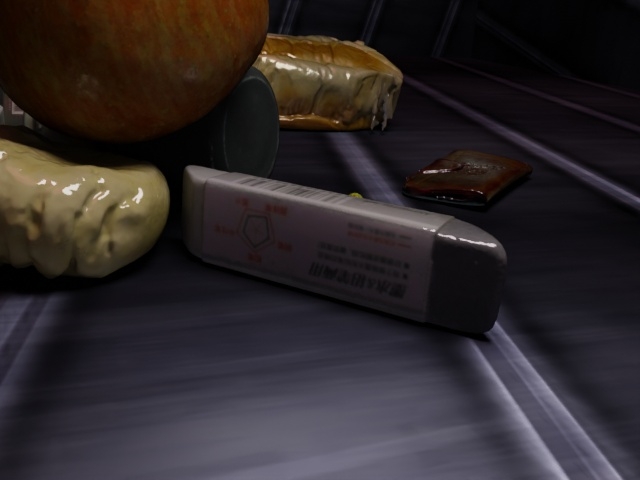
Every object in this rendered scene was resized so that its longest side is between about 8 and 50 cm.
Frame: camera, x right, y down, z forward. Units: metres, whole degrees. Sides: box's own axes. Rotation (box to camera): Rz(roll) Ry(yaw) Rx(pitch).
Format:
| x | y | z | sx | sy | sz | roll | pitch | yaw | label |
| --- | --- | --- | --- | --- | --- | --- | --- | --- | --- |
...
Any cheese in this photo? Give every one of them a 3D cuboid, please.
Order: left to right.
| x | y | z | sx | sy | sz | roll | pitch | yaw | label |
| --- | --- | --- | --- | --- | --- | --- | --- | --- | --- |
| -0.256 | -0.042 | 0.703 | 0.214 | 0.117 | 0.226 | 15 | 17 | 12 | cheese |

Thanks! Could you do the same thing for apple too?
| x | y | z | sx | sy | sz | roll | pitch | yaw | label |
| --- | --- | --- | --- | --- | --- | --- | --- | --- | --- |
| -0.207 | -0.254 | 0.755 | 0.278 | 0.250 | 0.309 | -11 | 42 | 16 | apple |

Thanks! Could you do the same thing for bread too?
| x | y | z | sx | sy | sz | roll | pitch | yaw | label |
| --- | --- | --- | --- | --- | --- | --- | --- | --- | --- |
| -0.031 | -0.311 | 1.466 | 0.389 | 0.183 | 0.236 | 6 | 34 | -14 | bread |

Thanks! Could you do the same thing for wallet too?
| x | y | z | sx | sy | sz | roll | pitch | yaw | label |
| --- | --- | --- | --- | --- | --- | --- | --- | --- | --- |
| 0.220 | -0.096 | 1.073 | 0.137 | 0.031 | 0.255 | 14 | 22 | 26 | wallet |

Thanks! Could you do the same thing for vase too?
| x | y | z | sx | sy | sz | roll | pitch | yaw | label |
| --- | --- | --- | --- | --- | --- | --- | --- | --- | --- |
| -0.230 | -0.150 | 0.951 | 0.321 | 0.173 | 0.173 | 7 | 19 | 22 | vase |

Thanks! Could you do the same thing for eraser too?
| x | y | z | sx | sy | sz | roll | pitch | yaw | label |
| --- | --- | --- | --- | --- | --- | --- | --- | --- | --- |
| 0.000 | 0.000 | 0.667 | 0.352 | 0.089 | 0.061 | 14 | 19 | 24 | eraser |

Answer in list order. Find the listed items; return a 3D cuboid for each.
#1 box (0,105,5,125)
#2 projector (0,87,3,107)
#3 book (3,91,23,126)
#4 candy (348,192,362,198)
| x | y | z | sx | sy | sz | roll | pitch | yaw | label |
| --- | --- | --- | --- | --- | --- | --- | --- | --- | --- |
| -0.565 | -0.135 | 0.948 | 0.270 | 0.079 | 0.135 | -1 | 20 | -16 | box |
| -0.646 | -0.369 | 1.350 | 0.248 | 0.249 | 0.248 | 7 | 21 | 8 | projector |
| -0.426 | -0.256 | 1.247 | 0.229 | 0.160 | 0.024 | -1 | -20 | -16 | book |
| 0.041 | -0.052 | 0.935 | 0.023 | 0.025 | 0.083 | -9 | 8 | -2 | candy |
